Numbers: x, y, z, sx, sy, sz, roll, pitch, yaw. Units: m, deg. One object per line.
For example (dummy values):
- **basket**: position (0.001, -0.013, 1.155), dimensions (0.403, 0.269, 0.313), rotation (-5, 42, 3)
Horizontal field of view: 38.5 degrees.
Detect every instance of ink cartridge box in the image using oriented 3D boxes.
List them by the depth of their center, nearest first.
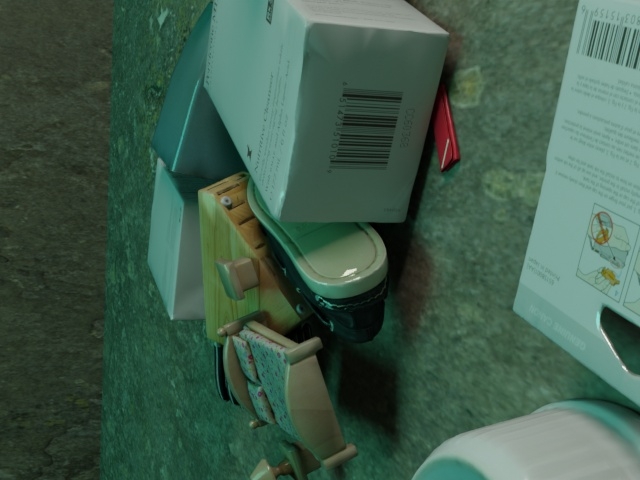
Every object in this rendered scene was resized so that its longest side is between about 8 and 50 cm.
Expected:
- **ink cartridge box**: position (0.233, -0.014, 0.548), dimensions (0.275, 0.060, 0.239), rotation (-136, 50, -61)

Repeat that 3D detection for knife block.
- **knife block**: position (-0.101, 0.083, 1.197), dimensions (0.242, 0.088, 0.276), rotation (-39, 84, 42)

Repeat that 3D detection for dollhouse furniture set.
- **dollhouse furniture set**: position (-0.061, 0.218, 0.968), dimensions (0.303, 0.173, 0.356), rotation (9, 120, 67)

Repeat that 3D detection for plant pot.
- **plant pot**: position (-0.128, -0.216, 1.333), dimensions (0.166, 0.165, 0.234), rotation (-136, 58, -61)

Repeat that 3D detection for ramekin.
- **ramekin**: position (0.154, 0.253, 0.645), dimensions (0.273, 0.127, 0.273), rotation (180, 90, -68)

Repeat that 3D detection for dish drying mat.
- **dish drying mat**: position (0.120, -0.111, 0.901), dimensions (0.032, 0.008, 0.083), rotation (132, 134, -60)

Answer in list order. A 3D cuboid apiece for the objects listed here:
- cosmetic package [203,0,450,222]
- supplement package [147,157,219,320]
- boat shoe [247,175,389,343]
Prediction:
- **cosmetic package**: position (-0.016, -0.199, 1.041), dimensions (0.385, 0.156, 0.217), rotation (-125, 40, -56)
- **supplement package**: position (-0.177, -0.006, 1.452), dimensions (0.203, 0.149, 0.194), rotation (-130, 45, -58)
- **boat shoe**: position (0.004, -0.001, 1.052), dimensions (0.340, 0.127, 0.113), rotation (-127, 18, -57)
